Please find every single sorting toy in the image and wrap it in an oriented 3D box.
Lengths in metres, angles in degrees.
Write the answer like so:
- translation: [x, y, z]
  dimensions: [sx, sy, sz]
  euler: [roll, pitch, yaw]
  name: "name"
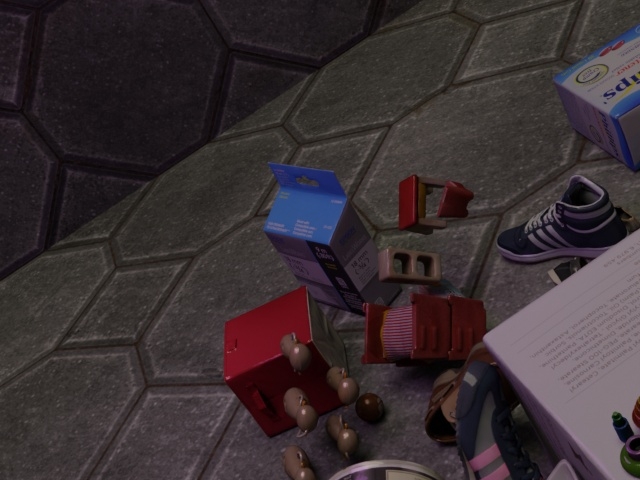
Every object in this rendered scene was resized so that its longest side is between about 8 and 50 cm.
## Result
- translation: [0.350, 0.204, 1.017]
  dimensions: [0.061, 0.042, 0.102]
  euler: [-4, 43, 41]
  name: "sorting toy"

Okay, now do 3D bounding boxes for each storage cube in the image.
- translation: [-0.067, 0.239, 1.870]
  dimensions: [0.193, 0.184, 0.215]
  euler: [-25, 31, 12]
  name: "storage cube"

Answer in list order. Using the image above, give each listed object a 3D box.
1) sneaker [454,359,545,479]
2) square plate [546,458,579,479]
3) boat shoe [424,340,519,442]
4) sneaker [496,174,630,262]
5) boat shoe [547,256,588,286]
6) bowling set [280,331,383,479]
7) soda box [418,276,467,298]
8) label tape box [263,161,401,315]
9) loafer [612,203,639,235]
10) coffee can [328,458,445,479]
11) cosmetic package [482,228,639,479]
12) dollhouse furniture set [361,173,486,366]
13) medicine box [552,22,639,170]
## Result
- translation: [0.275, 0.323, 1.328]
  dimensions: [0.131, 0.319, 0.112]
  euler: [1, 19, 36]
  name: "sneaker"
- translation: [0.288, 0.507, 1.126]
  dimensions: [0.347, 0.049, 0.344]
  euler: [-107, 39, -59]
  name: "square plate"
- translation: [0.258, 0.261, 1.505]
  dimensions: [0.120, 0.122, 0.324]
  euler: [-60, -1, -27]
  name: "boat shoe"
- translation: [0.454, -0.042, 1.819]
  dimensions: [0.282, 0.153, 0.099]
  euler: [-2, 41, 42]
  name: "sneaker"
- translation: [0.478, 0.103, 1.656]
  dimensions: [0.079, 0.084, 0.233]
  euler: [-28, 27, 9]
  name: "boat shoe"
- translation: [0.029, 0.301, 1.677]
  dimensions: [0.199, 0.287, 0.154]
  euler: [-6, 7, -11]
  name: "bowling set"
- translation: [0.255, 0.138, 1.819]
  dimensions: [0.058, 0.063, 0.183]
  euler: [-7, 25, -17]
  name: "soda box"
- translation: [0.000, 0.000, 2.004]
  dimensions: [0.106, 0.334, 0.240]
  euler: [-47, 33, -23]
  name: "label tape box"
- translation: [0.584, -0.051, 1.824]
  dimensions: [0.045, 0.039, 0.125]
  euler: [-35, 30, -3]
  name: "loafer"
- translation: [0.098, 0.483, 1.316]
  dimensions: [0.201, 0.201, 0.275]
  euler: [-21, 38, 19]
  name: "coffee can"
- translation: [0.482, 0.237, 1.212]
  dimensions: [0.327, 0.329, 0.394]
  euler: [-33, 30, -1]
  name: "cosmetic package"
- translation: [0.186, 0.046, 1.720]
  dimensions: [0.201, 0.152, 0.374]
  euler: [153, 120, -63]
  name: "dollhouse furniture set"
- translation: [0.696, -0.321, 2.005]
  dimensions: [0.263, 0.149, 0.289]
  euler: [-32, 29, 2]
  name: "medicine box"
